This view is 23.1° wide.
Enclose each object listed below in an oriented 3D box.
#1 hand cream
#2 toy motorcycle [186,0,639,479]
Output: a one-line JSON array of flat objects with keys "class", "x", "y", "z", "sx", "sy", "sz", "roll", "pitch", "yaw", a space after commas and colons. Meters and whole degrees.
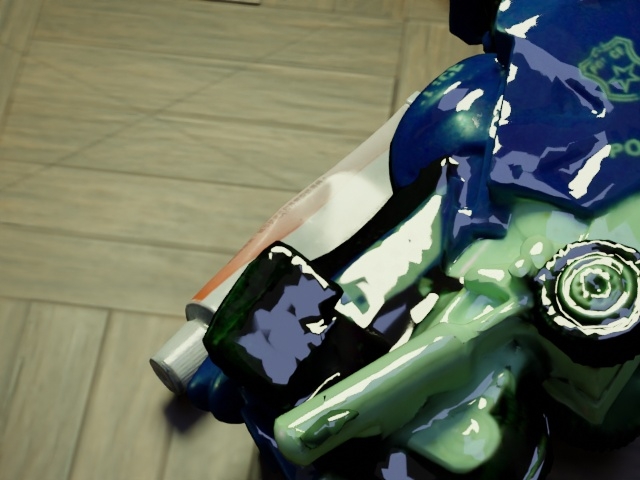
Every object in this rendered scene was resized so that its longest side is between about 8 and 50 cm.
[{"class": "hand cream", "x": -0.001, "y": -0.002, "z": 0.754, "sx": 0.216, "sy": 0.038, "sz": 0.052, "roll": -40, "pitch": 89, "yaw": -29}, {"class": "toy motorcycle", "x": 0.084, "y": -0.019, "z": 0.681, "sx": 0.196, "sy": 0.125, "sz": 0.331, "roll": 36, "pitch": 73, "yaw": 26}]
